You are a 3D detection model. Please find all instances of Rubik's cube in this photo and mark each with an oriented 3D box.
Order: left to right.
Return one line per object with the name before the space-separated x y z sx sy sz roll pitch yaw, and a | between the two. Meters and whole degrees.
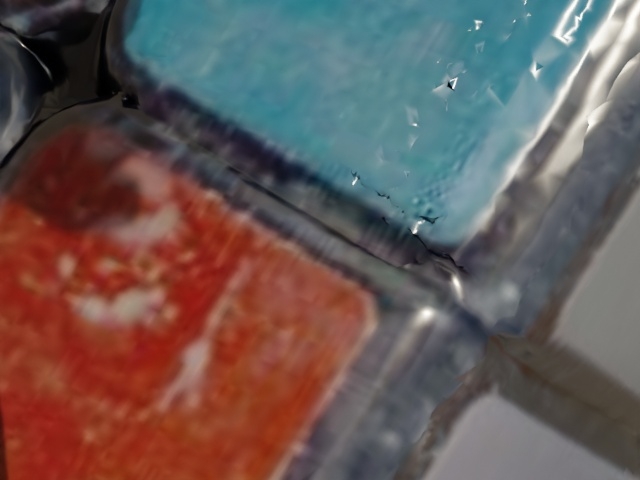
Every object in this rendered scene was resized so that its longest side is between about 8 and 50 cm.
Rubik's cube | 0.000 0.000 0.622 0.313 0.318 0.316 -57 147 -1
